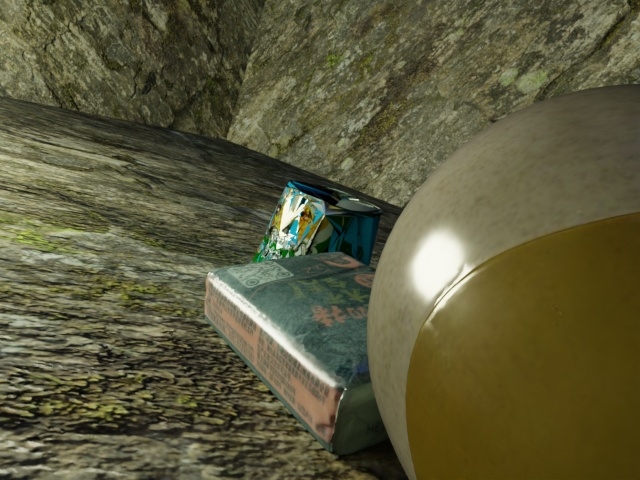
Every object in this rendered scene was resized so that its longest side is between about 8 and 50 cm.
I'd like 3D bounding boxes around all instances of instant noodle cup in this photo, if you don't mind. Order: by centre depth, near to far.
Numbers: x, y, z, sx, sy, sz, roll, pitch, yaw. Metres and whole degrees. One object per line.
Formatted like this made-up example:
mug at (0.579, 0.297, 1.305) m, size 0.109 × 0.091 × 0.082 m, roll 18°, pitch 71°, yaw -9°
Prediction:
instant noodle cup at (0.000, 0.000, 1.136) m, size 0.240 × 0.178 × 0.240 m, roll 17°, pitch 12°, yaw -4°

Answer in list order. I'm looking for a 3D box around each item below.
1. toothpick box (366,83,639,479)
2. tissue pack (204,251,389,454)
toothpick box at (0.267, 0.112, 0.429) m, size 0.409 × 0.409 × 0.425 m, roll 9°, pitch 28°, yaw -37°
tissue pack at (0.021, 0.111, 0.759) m, size 0.228 × 0.103 × 0.315 m, roll -8°, pitch 24°, yaw -33°
